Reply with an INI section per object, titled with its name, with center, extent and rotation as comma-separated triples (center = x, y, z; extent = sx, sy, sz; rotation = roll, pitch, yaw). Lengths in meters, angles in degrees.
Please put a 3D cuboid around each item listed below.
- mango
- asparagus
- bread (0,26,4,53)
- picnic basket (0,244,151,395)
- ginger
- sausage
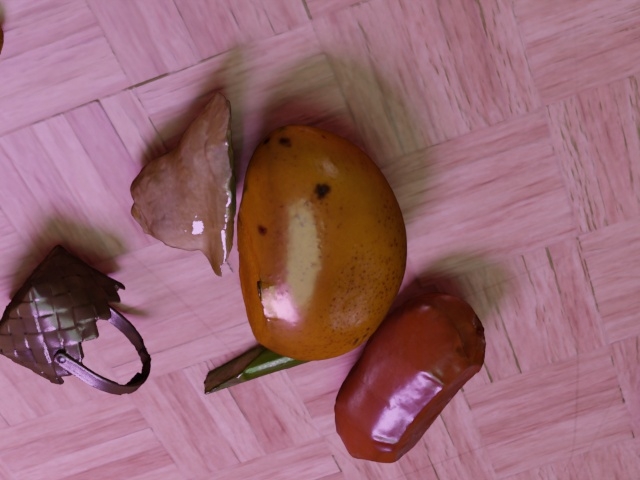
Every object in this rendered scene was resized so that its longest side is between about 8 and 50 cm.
[mango]
center = 0.000, 0.000, 1.298
extent = 0.191, 0.160, 0.290
rotation = -20, 127, -16
[asparagus]
center = -0.069, 0.149, 1.488
extent = 0.178, 0.041, 0.045
rotation = -19, 173, 8
[bread]
center = -0.381, -0.216, 1.148
extent = 0.157, 0.044, 0.052
rotation = 25, 127, -24
[picnic basket]
center = -0.270, 0.106, 1.366
extent = 0.178, 0.128, 0.138
rotation = 37, 120, -11
[ginger]
center = -0.142, -0.074, 1.263
extent = 0.123, 0.115, 0.193
rotation = 10, 116, 4
[sausage]
center = 0.105, 0.168, 1.472
extent = 0.133, 0.133, 0.258
rotation = 18, 124, -21
